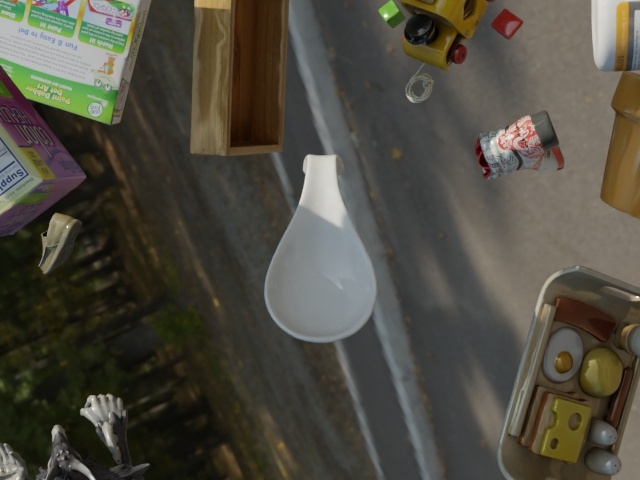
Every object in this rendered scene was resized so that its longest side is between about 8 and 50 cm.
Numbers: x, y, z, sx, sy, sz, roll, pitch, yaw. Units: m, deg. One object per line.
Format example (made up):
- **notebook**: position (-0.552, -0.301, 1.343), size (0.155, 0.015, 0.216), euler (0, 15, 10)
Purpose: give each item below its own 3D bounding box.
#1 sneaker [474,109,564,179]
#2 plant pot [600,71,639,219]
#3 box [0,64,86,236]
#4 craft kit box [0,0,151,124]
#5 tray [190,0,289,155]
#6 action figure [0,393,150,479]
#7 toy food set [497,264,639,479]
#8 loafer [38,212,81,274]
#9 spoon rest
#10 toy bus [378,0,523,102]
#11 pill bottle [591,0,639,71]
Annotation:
- **sneaker**: position (0.359, -0.162, 1.931), size (0.270, 0.145, 0.090), euler (19, -128, -74)
- **plant pot**: position (0.502, -0.125, 1.549), size (0.205, 0.205, 0.188), euler (47, 120, 59)
- **box**: position (-0.387, -0.127, 1.132), size (0.243, 0.117, 0.213), euler (54, -178, -4)
- **craft kit box**: position (-0.386, -0.324, 1.564), size (0.061, 0.249, 0.247), euler (-55, -16, -80)
- **tray**: position (-0.127, -0.347, 1.715), size (0.203, 0.076, 0.411), euler (-15, -69, -65)
- **action figure**: position (-0.270, 0.250, 1.125), size (0.276, 0.164, 0.141), euler (109, 139, -62)
- **toy food set**: position (0.379, 0.207, 1.453), size (0.092, 0.219, 0.306), euler (11, 83, 60)
- **loafer**: position (-0.462, 0.002, 1.863), size (0.050, 0.056, 0.148), euler (41, 128, 4)
- **spoon rest**: position (0.000, 0.000, 1.321), size (0.084, 0.137, 0.276), euler (86, -177, -58)
- **toy bus**: position (0.164, -0.326, 1.473), size (0.104, 0.191, 0.202), euler (28, -136, -56)
- **pill bottle**: position (0.478, -0.293, 1.304), size (0.162, 0.278, 0.162), euler (-1, -90, -78)
